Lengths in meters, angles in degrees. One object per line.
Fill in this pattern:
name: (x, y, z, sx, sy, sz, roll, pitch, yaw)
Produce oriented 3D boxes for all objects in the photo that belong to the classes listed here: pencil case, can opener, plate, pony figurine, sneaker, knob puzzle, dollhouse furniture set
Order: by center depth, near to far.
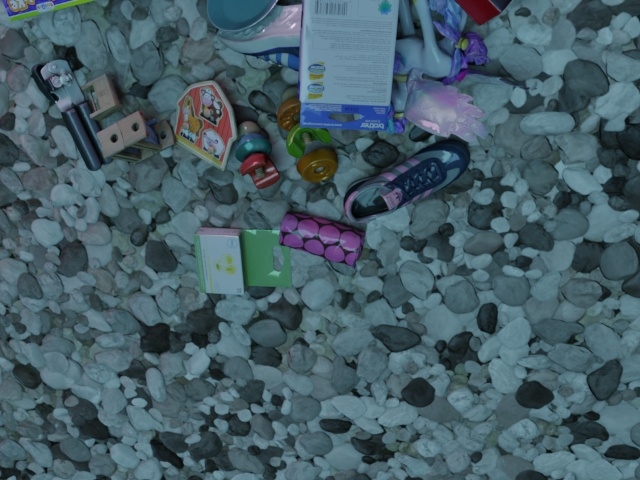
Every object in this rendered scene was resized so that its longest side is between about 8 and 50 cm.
pony figurine: (0.238, -0.373, 1.653, 0.351, 0.303, 0.363, 19, 127, 37)
plate: (-0.157, -0.520, 1.694, 0.188, 0.188, 0.024, -20, 151, 18)
sneaker: (-0.053, -0.400, 1.740, 0.322, 0.130, 0.236, 10, 157, 39)
sneaker: (0.198, -0.121, 1.833, 0.319, 0.131, 0.112, -26, 109, 20)
knob puzzle: (-0.271, -0.279, 1.847, 0.213, 0.030, 0.213, 14, 115, 32)
dollhouse furniture set: (-0.450, -0.295, 1.882, 0.129, 0.129, 0.184, -23, 81, 19)
can opener: (-0.592, -0.303, 1.922, 0.093, 0.074, 0.280, 0, 120, 49)
pencil case: (0.000, 0.000, 1.954, 0.209, 0.095, 0.098, 19, 133, 3)

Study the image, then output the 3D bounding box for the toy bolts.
toy bolts: (-0.085, -0.231, 1.855, 0.228, 0.158, 0.218, -24, 151, 9)

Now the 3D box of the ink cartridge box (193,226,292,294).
ink cartridge box: (-0.197, 0.054, 2.033, 0.235, 0.056, 0.171, 3, 116, 11)

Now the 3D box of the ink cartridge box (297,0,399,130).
ink cartridge box: (0.052, -0.374, 1.556, 0.185, 0.065, 0.311, 1, 106, -9)

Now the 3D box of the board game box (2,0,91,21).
board game box: (-0.557, -0.623, 1.704, 0.347, 0.078, 0.233, -5, 116, 25)

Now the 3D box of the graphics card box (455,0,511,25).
graphics card box: (0.348, -0.617, 1.480, 0.233, 0.094, 0.371, 43, 80, -11)
